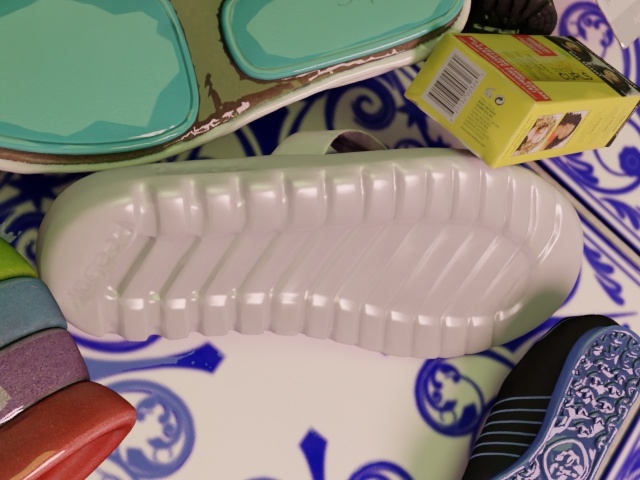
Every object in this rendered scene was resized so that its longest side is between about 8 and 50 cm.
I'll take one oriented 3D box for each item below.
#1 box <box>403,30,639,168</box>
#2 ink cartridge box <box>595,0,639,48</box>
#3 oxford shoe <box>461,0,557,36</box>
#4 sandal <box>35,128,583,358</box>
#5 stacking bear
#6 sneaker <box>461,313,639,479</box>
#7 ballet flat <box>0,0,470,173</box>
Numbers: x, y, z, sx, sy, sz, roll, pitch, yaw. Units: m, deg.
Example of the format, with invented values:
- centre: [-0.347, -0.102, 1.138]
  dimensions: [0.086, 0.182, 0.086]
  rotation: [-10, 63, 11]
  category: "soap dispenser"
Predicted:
- centre: [0.155, -0.106, 1.035]
  dimensions: [0.087, 0.058, 0.232]
  rotation: [43, 26, 20]
  category: "box"
- centre: [0.254, -0.324, 1.134]
  dimensions: [0.275, 0.060, 0.239]
  rotation: [-41, 112, -21]
  category: "ink cartridge box"
- centre: [0.070, -0.216, 1.102]
  dimensions: [0.227, 0.083, 0.096]
  rotation: [13, 52, -21]
  category: "oxford shoe"
- centre: [0.006, -0.013, 0.991]
  dimensions: [0.416, 0.169, 0.102]
  rotation: [5, 34, -29]
  category: "sandal"
- centre: [-0.255, 0.039, 0.838]
  dimensions: [0.164, 0.175, 0.289]
  rotation: [-41, 81, 15]
  category: "stacking bear"
- centre: [0.152, 0.157, 1.040]
  dimensions: [0.081, 0.090, 0.232]
  rotation: [36, 87, -13]
  category: "sneaker"
- centre: [-0.091, -0.125, 0.965]
  dimensions: [0.400, 0.139, 0.139]
  rotation: [-15, 84, -16]
  category: "ballet flat"
